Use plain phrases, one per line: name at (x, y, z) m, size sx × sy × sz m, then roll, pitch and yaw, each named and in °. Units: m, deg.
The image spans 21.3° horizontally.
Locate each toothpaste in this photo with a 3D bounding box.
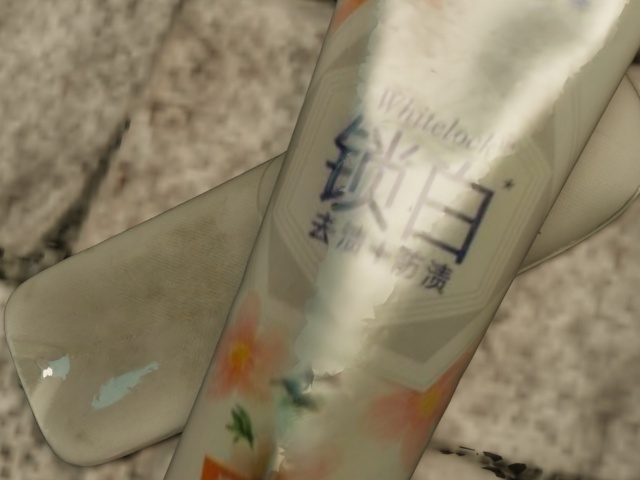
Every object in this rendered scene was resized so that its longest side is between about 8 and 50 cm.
toothpaste at (0.011, 0.022, 0.510) m, size 0.100 × 0.066 × 0.323 m, roll 24°, pitch 94°, yaw 6°

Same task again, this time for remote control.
remote control at (0.000, 0.000, 0.557) m, size 0.229 × 0.044 × 0.073 m, roll -25°, pitch 77°, yaw 6°
